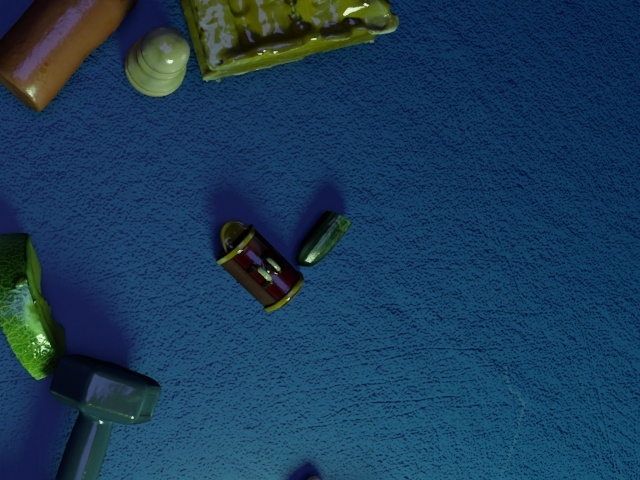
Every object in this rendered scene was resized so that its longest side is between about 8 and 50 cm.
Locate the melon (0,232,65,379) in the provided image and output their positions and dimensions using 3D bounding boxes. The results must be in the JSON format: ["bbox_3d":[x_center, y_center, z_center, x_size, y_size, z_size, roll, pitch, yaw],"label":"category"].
[{"bbox_3d":[-0.422,0.094,1.545,0.064,0.118,0.209,-19,105,0],"label":"melon"}]

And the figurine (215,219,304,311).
[{"bbox_3d":[-0.096,0.035,1.634,0.154,0.098,0.082,45,82,-11],"label":"figurine"}]

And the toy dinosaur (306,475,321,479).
[{"bbox_3d":[0.024,0.473,1.627,0.177,0.152,0.194,21,76,-4],"label":"toy dinosaur"}]

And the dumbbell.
[{"bbox_3d":[-0.344,0.328,1.533,0.156,0.143,0.316,20,83,-20],"label":"dumbbell"}]

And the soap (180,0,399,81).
[{"bbox_3d":[-0.073,-0.441,1.623,0.304,0.169,0.339,-16,93,-14],"label":"soap"}]

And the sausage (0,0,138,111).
[{"bbox_3d":[-0.371,-0.318,1.573,0.113,0.113,0.259,40,80,-9],"label":"sausage"}]

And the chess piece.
[{"bbox_3d":[-0.237,-0.268,1.572,0.094,0.170,0.094,0,89,-13],"label":"chess piece"}]

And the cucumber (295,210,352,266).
[{"bbox_3d":[0.000,0.000,1.684,0.048,0.048,0.105,40,80,-9],"label":"cucumber"}]
